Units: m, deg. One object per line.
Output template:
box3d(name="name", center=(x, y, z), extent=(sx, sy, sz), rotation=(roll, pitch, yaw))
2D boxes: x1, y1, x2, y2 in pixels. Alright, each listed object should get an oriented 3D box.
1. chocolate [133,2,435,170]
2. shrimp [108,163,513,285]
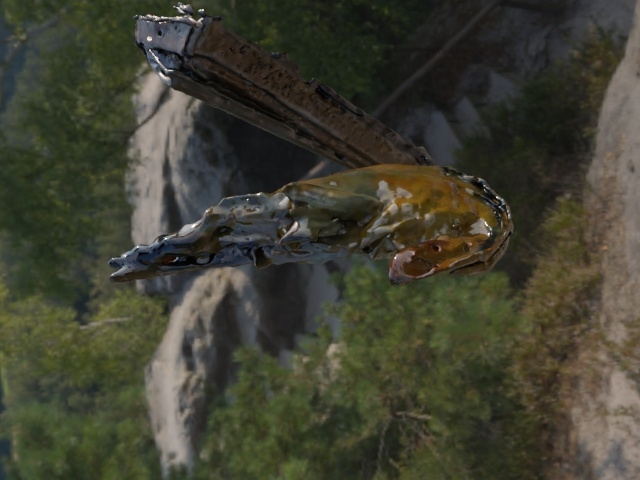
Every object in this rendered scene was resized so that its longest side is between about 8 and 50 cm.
box3d(name="chocolate", center=(-0.021, -0.116, 0.723), extent=(0.102, 0.329, 0.065), rotation=(27, 94, 42))
box3d(name="shrimp", center=(-0.005, -0.008, 0.513), extent=(0.117, 0.262, 0.066), rotation=(-126, 25, -63))
